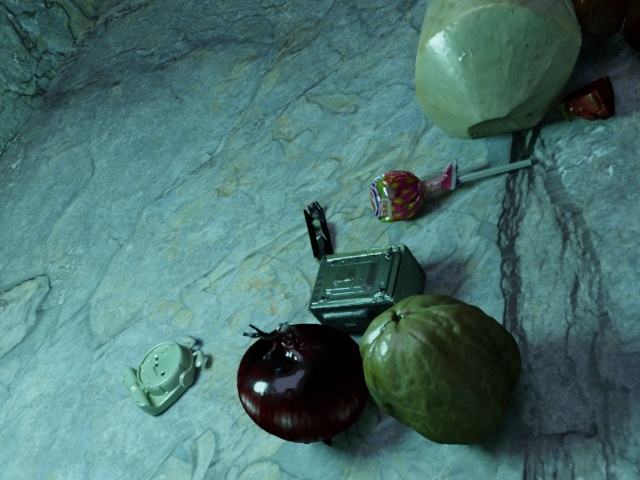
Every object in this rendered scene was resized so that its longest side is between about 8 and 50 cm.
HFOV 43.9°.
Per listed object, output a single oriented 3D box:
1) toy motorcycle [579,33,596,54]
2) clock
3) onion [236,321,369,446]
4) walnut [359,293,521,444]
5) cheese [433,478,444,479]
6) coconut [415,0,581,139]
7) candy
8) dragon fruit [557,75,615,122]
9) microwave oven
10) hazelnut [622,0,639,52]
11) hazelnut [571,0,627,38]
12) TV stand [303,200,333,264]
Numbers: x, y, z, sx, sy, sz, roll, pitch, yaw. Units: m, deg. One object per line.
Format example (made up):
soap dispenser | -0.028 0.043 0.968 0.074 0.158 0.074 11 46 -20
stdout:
toy motorcycle | 0.578 -0.497 1.912 0.215 0.080 0.122 9 49 24
clock | -0.362 0.303 1.858 0.191 0.062 0.151 -41 40 -5
onion | -0.039 0.243 1.523 0.273 0.285 0.273 -11 29 6
walnut | 0.208 0.214 1.359 0.283 0.283 0.227 -28 29 11
cheese | 0.180 0.499 1.271 0.137 0.064 0.227 3 55 40
coconut | 0.386 -0.399 1.760 0.345 0.415 0.415 3 50 8
candy | 0.289 -0.129 1.782 0.366 0.124 0.124 -14 45 14
dragon fruit | 0.580 -0.292 1.724 0.106 0.083 0.162 -20 16 33
microwave oven | 0.096 0.104 1.660 0.205 0.129 0.163 -10 46 30
hazelnut | 0.750 -0.490 1.725 0.178 0.178 0.204 -16 15 24
hazelnut | 0.619 -0.528 1.783 0.150 0.150 0.150 -20 43 20
TV stand | 0.000 0.000 1.900 0.042 0.036 0.249 -26 41 12
